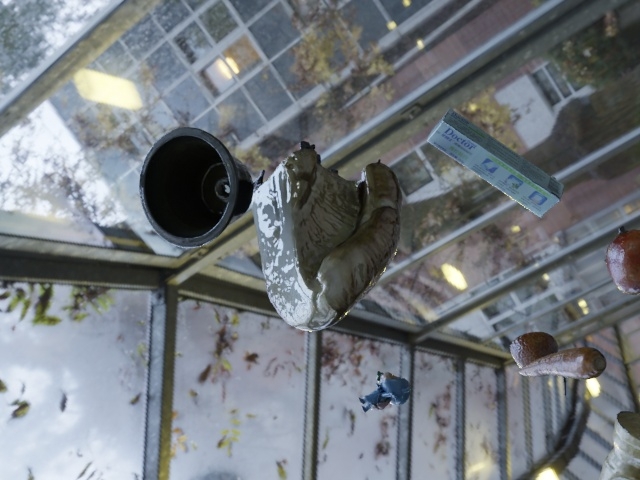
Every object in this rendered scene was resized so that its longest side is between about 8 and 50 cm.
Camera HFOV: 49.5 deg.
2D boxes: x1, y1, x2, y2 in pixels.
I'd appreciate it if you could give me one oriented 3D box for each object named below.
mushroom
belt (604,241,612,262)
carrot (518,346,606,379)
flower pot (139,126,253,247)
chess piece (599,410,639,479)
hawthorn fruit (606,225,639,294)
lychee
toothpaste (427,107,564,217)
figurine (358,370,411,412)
[{"bbox_3d":[0.039,0.020,1.449,0.313,0.224,0.397,10,-130,-28],"label":"mushroom"},{"bbox_3d":[0.929,0.067,2.016,0.151,0.078,0.198,12,-169,-27],"label":"belt"},{"bbox_3d":[0.366,0.195,1.079,0.048,0.048,0.216,59,160,4],"label":"carrot"},{"bbox_3d":[-0.230,-0.105,1.410,0.235,0.235,0.148,62,-156,11],"label":"flower pot"},{"bbox_3d":[0.761,0.586,1.727,0.137,0.301,0.137,9,-160,-3],"label":"chess piece"},{"bbox_3d":[0.822,0.048,1.799,0.169,0.169,0.188,1,-110,-63],"label":"hawthorn fruit"},{"bbox_3d":[0.506,0.270,1.605,0.140,0.114,0.101,28,173,-16],"label":"lychee"},{"bbox_3d":[0.419,-0.185,1.655,0.336,0.081,0.067,33,-131,-3],"label":"toothpaste"},{"bbox_3d":[0.207,0.494,2.303,0.114,0.178,0.144,74,170,-53],"label":"figurine"}]
